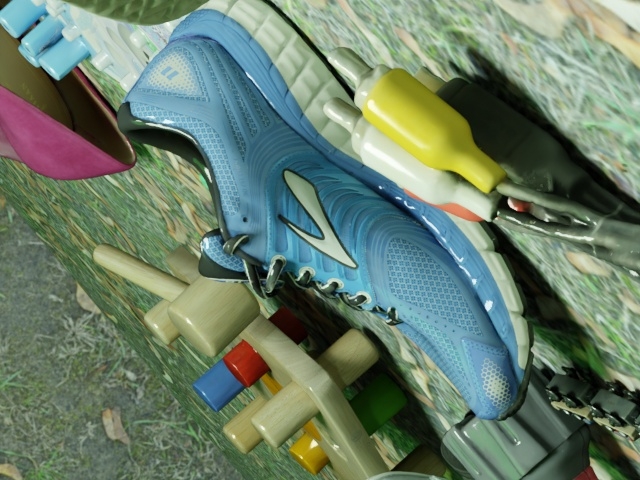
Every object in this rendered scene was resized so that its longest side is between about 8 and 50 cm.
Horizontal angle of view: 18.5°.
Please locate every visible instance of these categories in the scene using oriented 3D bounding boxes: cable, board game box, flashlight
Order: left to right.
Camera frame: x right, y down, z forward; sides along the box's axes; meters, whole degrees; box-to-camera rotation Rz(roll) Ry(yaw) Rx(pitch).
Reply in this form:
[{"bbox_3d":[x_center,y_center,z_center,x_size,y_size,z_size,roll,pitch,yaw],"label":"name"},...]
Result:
[{"bbox_3d":[-0.212,-0.220,1.521,0.390,0.050,0.390,35,162,45],"label":"board game box"},{"bbox_3d":[0.121,-0.002,1.010,0.287,0.072,0.139,40,171,31],"label":"cable"},{"bbox_3d":[0.217,0.216,1.321,0.304,0.103,0.103,50,173,9],"label":"flashlight"}]

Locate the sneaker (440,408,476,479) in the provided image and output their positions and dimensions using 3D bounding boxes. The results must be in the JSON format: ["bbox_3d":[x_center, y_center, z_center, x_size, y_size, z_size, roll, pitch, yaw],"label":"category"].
[{"bbox_3d":[0.134,0.149,1.484,0.170,0.051,0.089,18,152,55],"label":"sneaker"}]

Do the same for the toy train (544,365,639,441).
[{"bbox_3d":[0.189,0.108,1.228,0.036,0.027,0.158,41,171,-23],"label":"toy train"}]

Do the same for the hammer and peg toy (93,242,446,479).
[{"bbox_3d":[-0.045,0.103,1.772,0.266,0.127,0.361,38,164,45],"label":"hammer and peg toy"}]

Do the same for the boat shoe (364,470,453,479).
[{"bbox_3d":[0.169,0.255,1.442,0.320,0.118,0.103,29,154,-1],"label":"boat shoe"}]

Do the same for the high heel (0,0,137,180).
[{"bbox_3d":[-0.289,-0.206,1.797,0.181,0.127,0.377,9,146,23],"label":"high heel"}]

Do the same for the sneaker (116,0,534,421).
[{"bbox_3d":[0.000,0.000,1.252,0.330,0.147,0.130,45,167,10],"label":"sneaker"}]

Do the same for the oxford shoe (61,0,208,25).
[{"bbox_3d":[-0.162,-0.214,0.928,0.130,0.169,0.449,52,-168,18],"label":"oxford shoe"}]
